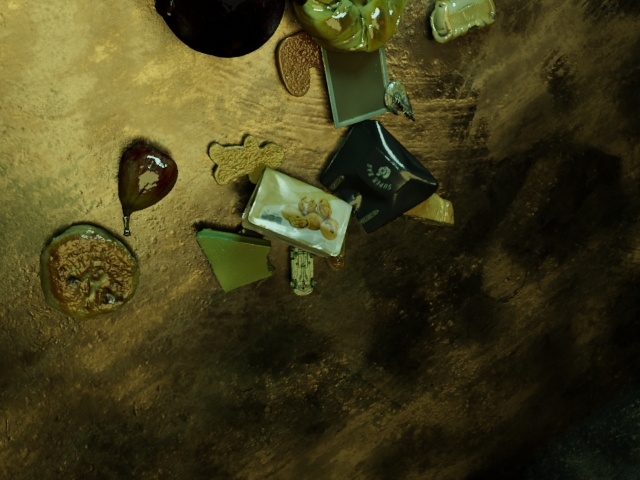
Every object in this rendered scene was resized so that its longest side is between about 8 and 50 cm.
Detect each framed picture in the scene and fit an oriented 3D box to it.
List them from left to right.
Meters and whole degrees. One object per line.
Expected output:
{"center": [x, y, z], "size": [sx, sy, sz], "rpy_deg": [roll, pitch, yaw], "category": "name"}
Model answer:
{"center": [0.115, -0.527, 1.943], "size": [0.231, 0.018, 0.293], "rpy_deg": [-22, 117, -22], "category": "framed picture"}

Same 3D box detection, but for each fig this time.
{"center": [-0.533, -0.143, 1.802], "size": [0.170, 0.146, 0.274], "rpy_deg": [22, 87, -25], "category": "fig"}

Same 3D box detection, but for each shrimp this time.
{"center": [0.263, -0.454, 2.033], "size": [0.091, 0.034, 0.161], "rpy_deg": [-40, 119, -9], "category": "shrimp"}

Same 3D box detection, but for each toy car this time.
{"center": [-0.068, 0.098, 2.118], "size": [0.094, 0.058, 0.185], "rpy_deg": [-4, 99, -17], "category": "toy car"}

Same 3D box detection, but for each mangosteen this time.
{"center": [-0.229, -0.686, 1.598], "size": [0.435, 0.382, 0.381], "rpy_deg": [-28, 118, -25], "category": "mangosteen"}

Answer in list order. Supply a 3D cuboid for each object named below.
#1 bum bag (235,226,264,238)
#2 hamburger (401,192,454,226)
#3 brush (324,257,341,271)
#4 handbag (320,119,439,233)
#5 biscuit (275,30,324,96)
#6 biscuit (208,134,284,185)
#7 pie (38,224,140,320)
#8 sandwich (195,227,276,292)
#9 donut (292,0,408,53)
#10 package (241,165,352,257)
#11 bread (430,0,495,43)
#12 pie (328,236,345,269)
{"center": [-0.206, -0.051, 2.019], "size": [0.197, 0.049, 0.087], "rpy_deg": [-47, 125, 4], "category": "bum bag"}
{"center": [0.346, -0.124, 2.154], "size": [0.262, 0.124, 0.130], "rpy_deg": [11, 87, -27], "category": "hamburger"}
{"center": [-0.001, 0.002, 2.103], "size": [0.072, 0.067, 0.312], "rpy_deg": [-36, 119, -5], "category": "brush"}
{"center": [0.178, -0.204, 2.010], "size": [0.288, 0.152, 0.342], "rpy_deg": [-44, 89, 10], "category": "handbag"}
{"center": [-0.042, -0.553, 1.887], "size": [0.192, 0.036, 0.186], "rpy_deg": [-23, 115, -12], "category": "biscuit"}
{"center": [-0.232, -0.256, 1.936], "size": [0.241, 0.035, 0.158], "rpy_deg": [-10, 115, -15], "category": "biscuit"}
{"center": [-0.709, 0.108, 1.878], "size": [0.316, 0.092, 0.314], "rpy_deg": [-7, 111, -18], "category": "pie"}
{"center": [-0.264, 0.036, 1.991], "size": [0.212, 0.063, 0.244], "rpy_deg": [-20, 127, 0], "category": "sandwich"}
{"center": [0.097, -0.722, 1.774], "size": [0.361, 0.170, 0.359], "rpy_deg": [-5, 102, -25], "category": "donut"}
{"center": [-0.084, -0.065, 1.959], "size": [0.312, 0.165, 0.221], "rpy_deg": [22, 61, -14], "category": "package"}
{"center": [0.459, -0.731, 1.973], "size": [0.225, 0.081, 0.134], "rpy_deg": [-21, 110, -9], "category": "bread"}
{"center": [0.057, 0.004, 2.115], "size": [0.088, 0.033, 0.190], "rpy_deg": [6, 91, -48], "category": "pie"}
